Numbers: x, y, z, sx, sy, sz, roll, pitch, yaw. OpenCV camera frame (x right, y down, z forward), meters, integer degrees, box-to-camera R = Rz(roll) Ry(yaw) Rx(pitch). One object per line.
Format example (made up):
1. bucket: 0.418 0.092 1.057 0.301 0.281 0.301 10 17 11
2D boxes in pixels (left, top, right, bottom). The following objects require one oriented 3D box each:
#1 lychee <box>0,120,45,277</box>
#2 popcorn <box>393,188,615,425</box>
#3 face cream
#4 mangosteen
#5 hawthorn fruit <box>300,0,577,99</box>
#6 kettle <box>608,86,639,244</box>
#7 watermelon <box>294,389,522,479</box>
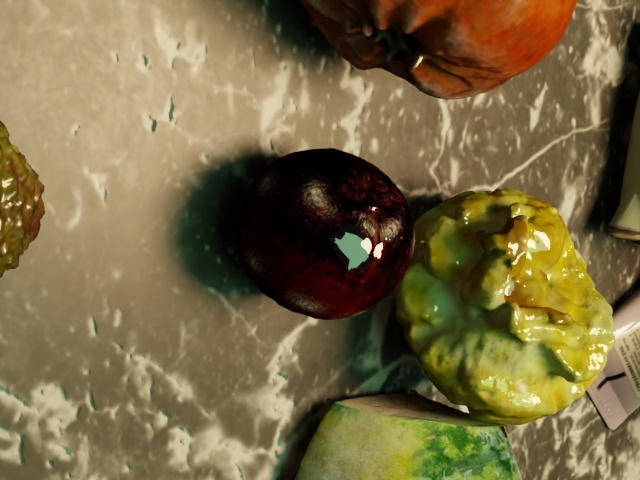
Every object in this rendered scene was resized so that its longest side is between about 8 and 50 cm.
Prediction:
1. lychee: -0.262 -0.027 0.647 0.171 0.171 0.171 -10 106 -38
2. popcorn: 0.170 0.059 0.995 0.204 0.184 0.221 -28 86 -49
3. face cream: 0.422 0.097 1.288 0.274 0.096 0.154 -41 127 -9
4. mangosteen: 0.000 0.000 0.886 0.153 0.152 0.152 -10 106 -38
5. hawthorn fruit: 0.105 -0.259 0.852 0.242 0.242 0.271 37 69 -38
6. kettle: 0.456 -0.103 1.195 0.241 0.165 0.255 9 95 -15
7. watermelon: 0.071 0.306 1.012 0.224 0.180 0.305 11 99 4
